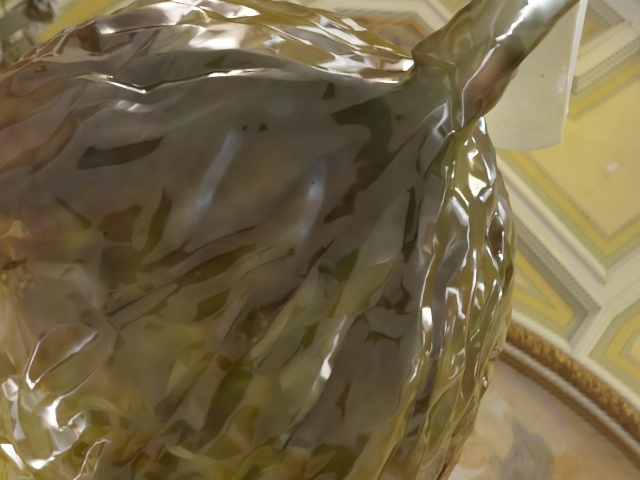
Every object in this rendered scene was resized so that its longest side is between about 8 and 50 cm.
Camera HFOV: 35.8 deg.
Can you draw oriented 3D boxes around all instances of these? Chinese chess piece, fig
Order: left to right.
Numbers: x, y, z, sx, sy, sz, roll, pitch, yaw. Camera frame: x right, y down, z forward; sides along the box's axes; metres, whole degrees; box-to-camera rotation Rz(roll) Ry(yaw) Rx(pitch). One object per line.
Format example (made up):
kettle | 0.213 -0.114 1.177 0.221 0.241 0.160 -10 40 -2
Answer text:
fig | 0.000 0.000 0.397 0.286 0.369 0.286 13 -116 -28
Chinese chess piece | 0.202 -0.220 0.951 0.102 0.273 0.273 11 -113 13
